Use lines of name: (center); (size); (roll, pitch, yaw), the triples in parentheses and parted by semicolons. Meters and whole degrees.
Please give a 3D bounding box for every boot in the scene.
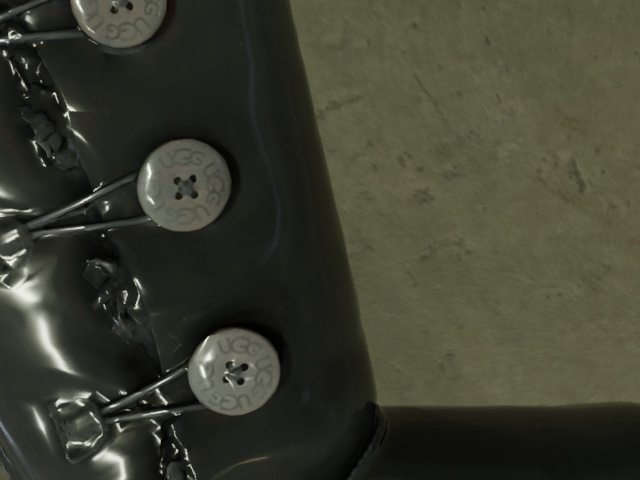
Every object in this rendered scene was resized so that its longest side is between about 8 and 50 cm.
boot: (-0.002, 0.001, 0.515); (0.366, 0.146, 0.445); (-21, 96, -20)
